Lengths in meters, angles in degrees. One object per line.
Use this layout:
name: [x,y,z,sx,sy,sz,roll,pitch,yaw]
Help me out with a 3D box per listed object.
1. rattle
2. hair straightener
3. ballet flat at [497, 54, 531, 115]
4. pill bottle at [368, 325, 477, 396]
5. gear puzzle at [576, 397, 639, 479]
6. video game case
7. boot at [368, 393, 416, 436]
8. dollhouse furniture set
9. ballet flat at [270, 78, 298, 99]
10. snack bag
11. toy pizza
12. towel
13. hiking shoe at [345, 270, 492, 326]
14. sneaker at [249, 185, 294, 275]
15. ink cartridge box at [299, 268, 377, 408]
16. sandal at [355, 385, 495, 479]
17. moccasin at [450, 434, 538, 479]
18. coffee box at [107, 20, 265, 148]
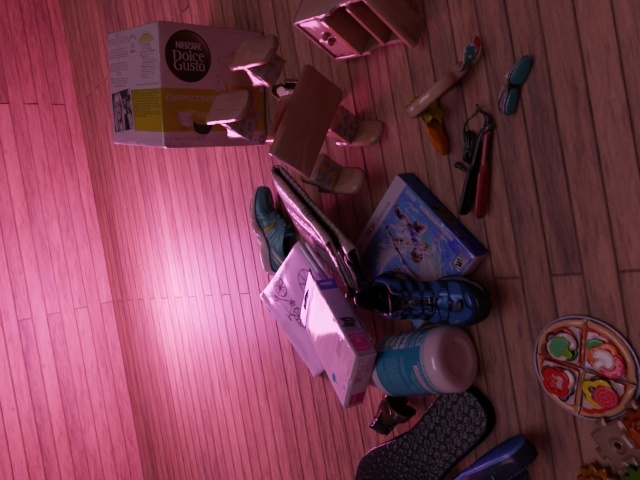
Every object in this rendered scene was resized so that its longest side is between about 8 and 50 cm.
rattle: [0.282,-0.293,1.170,0.200,0.130,0.142,-38,79,18]
hair straightener: [0.306,-0.163,1.181,0.089,0.047,0.230,14,108,47]
ballet flat: [0.365,-0.299,1.095,0.041,0.041,0.114,34,122,40]
pill bottle: [0.212,0.280,1.306,0.264,0.146,0.146,-23,81,48]
gear puzzle: [0.552,0.378,0.983,0.175,0.044,0.339,56,143,24]
video game case: [0.216,0.023,1.315,0.269,0.061,0.244,52,133,28]
boot: [0.167,0.424,1.347,0.082,0.219,0.106,24,87,6]
dollhouse furniture set: [0.023,-0.339,1.252,0.257,0.362,0.394,9,75,49]
ballet flat: [-0.048,-0.385,1.522,0.232,0.073,0.080,21,113,45]
snack bag: [-0.026,0.208,1.611,0.323,0.037,0.342,54,141,14]
toy pizza: [0.488,0.240,1.068,0.201,0.032,0.201,13,108,47]
towel: [0.000,0.000,1.430,0.324,0.056,0.312,48,169,30]
hiking shoe: [0.206,0.135,1.204,0.304,0.132,0.113,0,101,46]
sneaker: [-0.128,-0.033,1.692,0.110,0.107,0.275,-15,91,30]
ink cartridge box: [0.035,0.230,1.414,0.311,0.065,0.185,-124,34,-44]
sandal: [0.253,0.507,1.359,0.445,0.107,0.167,-50,59,28]
moccasin: [0.369,0.519,1.213,0.116,0.138,0.342,51,146,23]
coffee box: [-0.399,-0.452,1.709,0.338,0.338,0.334,14,108,47]
